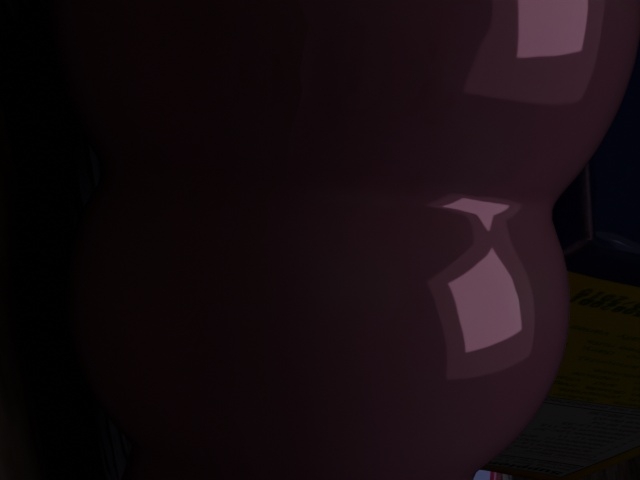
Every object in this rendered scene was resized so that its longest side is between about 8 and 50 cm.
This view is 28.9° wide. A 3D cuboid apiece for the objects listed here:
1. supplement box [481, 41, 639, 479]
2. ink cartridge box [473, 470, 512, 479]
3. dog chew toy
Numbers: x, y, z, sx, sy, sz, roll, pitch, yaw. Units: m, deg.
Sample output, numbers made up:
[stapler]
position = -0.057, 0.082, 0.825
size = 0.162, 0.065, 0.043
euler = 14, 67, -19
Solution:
[supplement box]
position = 0.132, -0.005, 0.675
size = 0.356, 0.194, 0.195
euler = 133, -36, -60
[ink cartridge box]
position = 0.138, 0.284, 1.224
size = 0.172, 0.100, 0.237
euler = -72, 156, -55
[dog chew toy]
position = 0.000, 0.000, 0.441
size = 0.206, 0.206, 0.332
euler = -1, 96, -78
